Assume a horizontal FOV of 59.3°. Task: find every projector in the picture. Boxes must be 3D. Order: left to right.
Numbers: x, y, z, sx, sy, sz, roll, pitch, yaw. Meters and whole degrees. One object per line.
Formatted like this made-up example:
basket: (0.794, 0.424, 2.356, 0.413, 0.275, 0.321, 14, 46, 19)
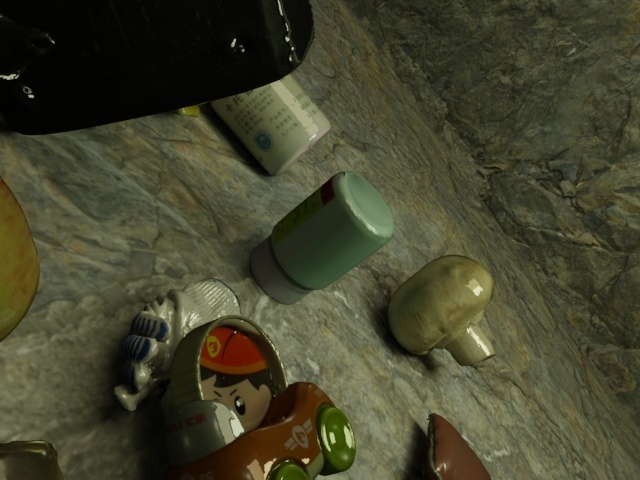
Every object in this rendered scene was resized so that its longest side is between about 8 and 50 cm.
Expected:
projector: (-0.242, -0.359, 0.658, 0.242, 0.405, 0.395, -80, 159, -57)

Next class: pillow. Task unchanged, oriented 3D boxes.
pillow: (0.236, 0.411, 0.970, 0.179, 0.075, 0.171, 52, 21, -6)

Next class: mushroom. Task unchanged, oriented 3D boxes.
mushroom: (0.276, 0.156, 1.175, 0.260, 0.254, 0.234, -35, 76, -22)

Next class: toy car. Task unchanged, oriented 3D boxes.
toy car: (-0.089, 0.193, 0.611, 0.235, 0.145, 0.235, 43, 33, -36)

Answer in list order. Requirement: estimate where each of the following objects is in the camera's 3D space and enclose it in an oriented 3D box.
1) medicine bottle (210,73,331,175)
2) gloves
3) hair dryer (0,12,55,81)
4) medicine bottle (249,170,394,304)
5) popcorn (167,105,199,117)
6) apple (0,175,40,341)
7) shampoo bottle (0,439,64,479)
medicine bottle: (-0.127, -0.289, 1.149, 0.293, 0.170, 0.170, 50, 27, -6)
gloves: (-0.171, 0.122, 0.666, 0.119, 0.097, 0.229, 47, 22, -3)
hair dryer: (-0.365, -0.160, 0.470, 0.189, 0.352, 0.107, -18, 110, -62)
medicine bottle: (0.000, 0.000, 0.934, 0.139, 0.225, 0.139, 37, 30, -26)
popcorn: (-0.265, -0.321, 0.985, 0.173, 0.168, 0.195, -26, 64, -25)
apple: (-0.339, -0.003, 0.399, 0.261, 0.261, 0.194, 51, 50, -2)
shampoo bottle: (-0.189, 0.322, 0.407, 0.125, 0.084, 0.350, 9, 49, -57)
